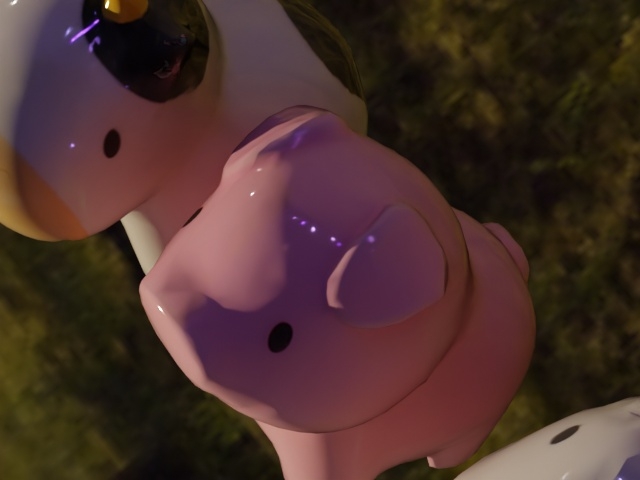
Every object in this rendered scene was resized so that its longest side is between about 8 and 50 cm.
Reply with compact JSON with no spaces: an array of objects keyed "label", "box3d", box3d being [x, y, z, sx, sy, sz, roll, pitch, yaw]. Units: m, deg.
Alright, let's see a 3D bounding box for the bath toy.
[{"label":"bath toy","box3d":[0.000,0.000,0.517,0.348,0.151,0.129,47,135,30]}]
